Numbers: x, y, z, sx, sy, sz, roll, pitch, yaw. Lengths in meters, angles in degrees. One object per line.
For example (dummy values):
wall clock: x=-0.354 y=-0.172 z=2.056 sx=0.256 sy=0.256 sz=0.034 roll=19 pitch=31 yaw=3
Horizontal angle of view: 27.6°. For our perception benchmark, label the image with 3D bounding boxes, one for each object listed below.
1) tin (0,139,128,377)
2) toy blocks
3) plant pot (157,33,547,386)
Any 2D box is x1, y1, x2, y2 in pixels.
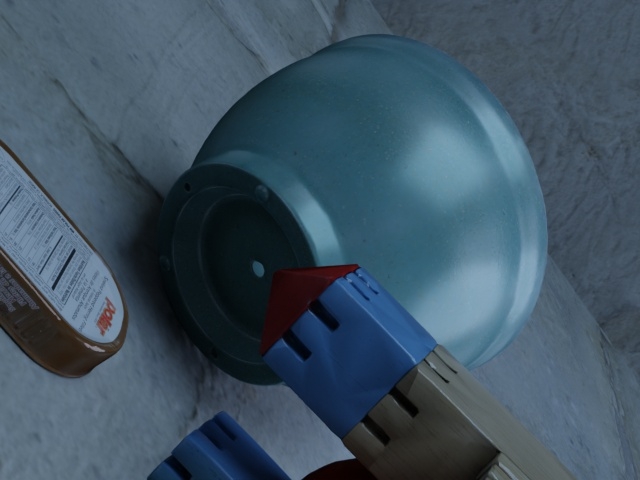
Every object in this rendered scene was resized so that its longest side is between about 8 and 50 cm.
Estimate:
tin: x=-0.193 y=0.004 z=0.832 sx=0.189 sy=0.040 sz=0.106 roll=52 pitch=23 yaw=-18
toy blocks: x=-0.012 y=0.192 z=0.553 sx=0.261 sy=0.381 sz=0.191 roll=45 pitch=16 yaw=7
plant pot: x=0.000 y=0.000 z=1.011 sx=0.196 sy=0.293 sz=0.293 roll=-22 pitch=80 yaw=-45
